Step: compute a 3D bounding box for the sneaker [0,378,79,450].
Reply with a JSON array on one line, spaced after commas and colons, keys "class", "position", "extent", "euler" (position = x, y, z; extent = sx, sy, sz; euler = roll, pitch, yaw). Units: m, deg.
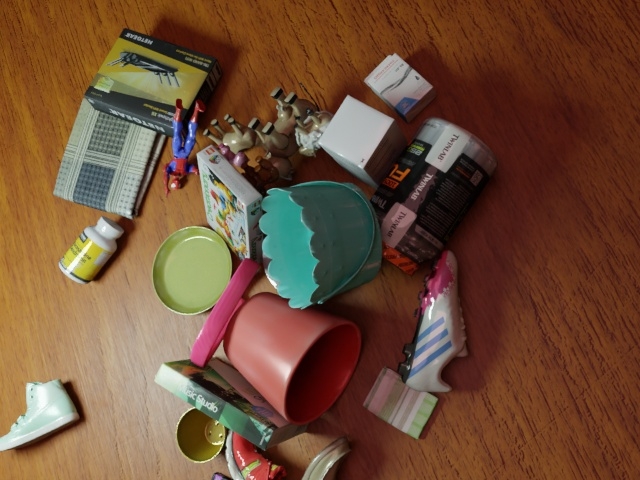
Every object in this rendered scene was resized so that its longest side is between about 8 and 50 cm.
[{"class": "sneaker", "position": [-0.803, 0.477, 1.873], "extent": [0.256, 0.094, 0.151], "euler": [-26, 78, 2]}]

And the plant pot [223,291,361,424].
[{"class": "plant pot", "position": [-0.079, 0.256, 1.601], "extent": [0.243, 0.275, 0.275], "euler": [27, 88, 32]}]

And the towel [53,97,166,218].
[{"class": "towel", "position": [-0.616, -0.247, 1.993], "extent": [0.312, 0.056, 0.324], "euler": [15, 86, 24]}]

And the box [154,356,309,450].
[{"class": "box", "position": [-0.202, 0.377, 1.619], "extent": [0.322, 0.232, 0.058], "euler": [24, 93, 21]}]

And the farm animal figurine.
[{"class": "farm animal figurine", "position": [-0.123, -0.248, 1.744], "extent": [0.327, 0.172, 0.330], "euler": [-43, 43, 7]}]

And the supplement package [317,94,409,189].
[{"class": "supplement package", "position": [0.116, -0.223, 1.631], "extent": [0.139, 0.244, 0.134], "euler": [33, 90, 21]}]

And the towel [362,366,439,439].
[{"class": "towel", "position": [0.190, 0.383, 1.604], "extent": [0.152, 0.023, 0.113], "euler": [28, 91, 19]}]

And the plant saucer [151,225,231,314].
[{"class": "plant saucer", "position": [-0.342, 0.082, 1.832], "extent": [0.241, 0.037, 0.240], "euler": [-4, 79, 18]}]

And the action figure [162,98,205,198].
[{"class": "action figure", "position": [-0.363, -0.222, 1.804], "extent": [0.092, 0.280, 0.139], "euler": [0, 47, -23]}]

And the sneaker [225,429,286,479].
[{"class": "sneaker", "position": [-0.140, 0.551, 1.610], "extent": [0.118, 0.107, 0.279], "euler": [-31, 54, 12]}]

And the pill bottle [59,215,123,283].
[{"class": "pill bottle", "position": [-0.640, 0.025, 1.908], "extent": [0.103, 0.103, 0.184], "euler": [40, 93, 21]}]

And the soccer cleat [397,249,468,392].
[{"class": "soccer cleat", "position": [0.286, 0.192, 1.574], "extent": [0.143, 0.116, 0.331], "euler": [17, 86, 3]}]

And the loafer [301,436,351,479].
[{"class": "loafer", "position": [0.001, 0.579, 1.588], "extent": [0.092, 0.102, 0.268], "euler": [36, 101, 20]}]

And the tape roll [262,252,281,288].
[{"class": "tape roll", "position": [-0.033, 0.041, 1.719], "extent": [0.219, 0.072, 0.219], "euler": [-3, 78, 17]}]

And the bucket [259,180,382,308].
[{"class": "bucket", "position": [0.000, 0.000, 1.517], "extent": [0.183, 0.281, 0.281], "euler": [-13, 70, -26]}]

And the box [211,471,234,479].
[{"class": "box", "position": [-0.212, 0.660, 1.674], "extent": [0.162, 0.029, 0.116], "euler": [17, 85, 19]}]

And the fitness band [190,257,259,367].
[{"class": "fitness band", "position": [-0.236, 0.174, 1.667], "extent": [0.054, 0.209, 0.290], "euler": [28, 66, 0]}]

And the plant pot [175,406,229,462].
[{"class": "plant pot", "position": [-0.280, 0.482, 1.697], "extent": [0.134, 0.095, 0.134], "euler": [-4, 78, 17]}]

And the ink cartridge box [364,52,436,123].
[{"class": "ink cartridge box", "position": [0.196, -0.401, 1.739], "extent": [0.104, 0.060, 0.180], "euler": [-45, 69, 6]}]

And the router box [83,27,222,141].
[{"class": "router box", "position": [-0.469, -0.441, 1.913], "extent": [0.309, 0.081, 0.243], "euler": [20, 74, 13]}]

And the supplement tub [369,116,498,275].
[{"class": "supplement tub", "position": [0.241, -0.099, 1.584], "extent": [0.207, 0.207, 0.338], "euler": [34, 90, 21]}]

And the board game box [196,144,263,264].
[{"class": "board game box", "position": [-0.219, -0.075, 1.689], "extent": [0.053, 0.305, 0.193], "euler": [-35, 67, -22]}]
